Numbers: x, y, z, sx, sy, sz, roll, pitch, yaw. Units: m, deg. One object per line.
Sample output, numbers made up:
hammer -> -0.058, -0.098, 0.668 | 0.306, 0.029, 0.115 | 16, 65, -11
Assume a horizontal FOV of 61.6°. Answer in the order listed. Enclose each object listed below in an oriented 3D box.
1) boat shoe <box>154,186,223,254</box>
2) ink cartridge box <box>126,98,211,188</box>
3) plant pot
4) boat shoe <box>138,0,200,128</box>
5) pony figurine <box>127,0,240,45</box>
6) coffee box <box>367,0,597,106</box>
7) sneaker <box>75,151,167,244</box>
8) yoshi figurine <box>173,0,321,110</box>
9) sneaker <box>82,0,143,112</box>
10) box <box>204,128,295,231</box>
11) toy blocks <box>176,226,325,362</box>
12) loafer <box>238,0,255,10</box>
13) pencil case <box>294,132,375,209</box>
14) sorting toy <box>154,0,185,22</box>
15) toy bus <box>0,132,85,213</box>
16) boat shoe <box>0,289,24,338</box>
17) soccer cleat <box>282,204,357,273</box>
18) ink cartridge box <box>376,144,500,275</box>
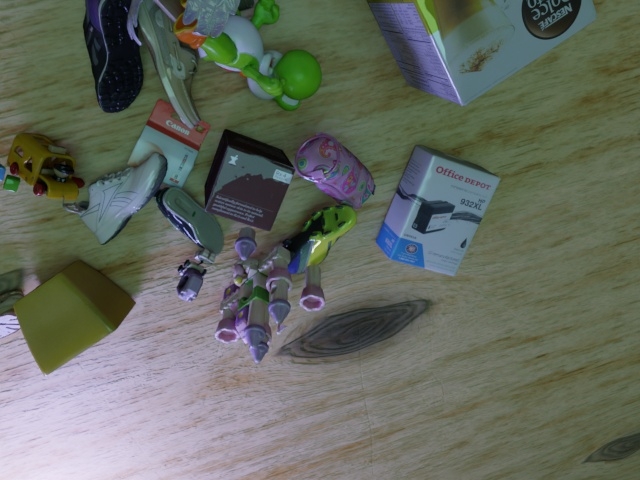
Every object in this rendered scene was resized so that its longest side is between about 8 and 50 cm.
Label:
boat shoe -> -0.339, -0.049, 1.403 | 0.233, 0.079, 0.084 | 51, 52, -35
ink cartridge box -> -0.372, -0.234, 1.325 | 0.145, 0.045, 0.179 | 26, 107, -22
plant pot -> -0.633, 0.175, 1.358 | 0.212, 0.212, 0.187 | -34, 103, 2
boat shoe -> -0.328, -0.409, 1.229 | 0.098, 0.109, 0.303 | -21, 108, -6
pony figurine -> -0.253, -0.541, 0.908 | 0.363, 0.302, 0.351 | 34, 77, -56
coffee box -> 0.324, -0.549, 1.191 | 0.337, 0.338, 0.334 | -33, 116, 2
sneaker -> -0.484, -0.114, 1.293 | 0.297, 0.111, 0.129 | -40, 107, 20
yoshi figurine -> -0.128, -0.420, 1.186 | 0.204, 0.203, 0.362 | -50, 137, 9
sneaker -> -0.471, -0.431, 1.201 | 0.107, 0.124, 0.283 | -23, 145, -41
box -> -0.181, -0.152, 1.316 | 0.168, 0.203, 0.167 | 19, 107, -18
toy blocks -> -0.185, 0.169, 1.362 | 0.309, 0.260, 0.288 | 33, 126, -29
loafer -> -0.171, -0.634, 1.190 | 0.087, 0.094, 0.251 | -7, 126, -36
pencil case -> 0.043, -0.163, 1.329 | 0.124, 0.124, 0.284 | -45, 156, 7
sorting toy -> -0.333, -0.553, 1.114 | 0.274, 0.046, 0.132 | 40, 62, -56
toy bus -> -0.612, -0.167, 1.215 | 0.202, 0.191, 0.104 | 21, 106, -20
boat shoe -> -0.888, 0.223, 1.383 | 0.285, 0.089, 0.105 | -22, 141, 0
soccer cleat -> -0.001, -0.001, 1.449 | 0.289, 0.094, 0.121 | -36, 140, 31
ink cartridge box -> 0.324, -0.082, 1.503 | 0.223, 0.129, 0.308 | 15, 108, -18
